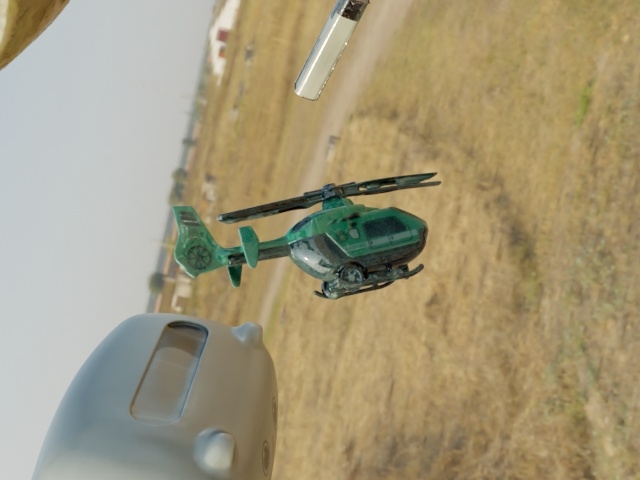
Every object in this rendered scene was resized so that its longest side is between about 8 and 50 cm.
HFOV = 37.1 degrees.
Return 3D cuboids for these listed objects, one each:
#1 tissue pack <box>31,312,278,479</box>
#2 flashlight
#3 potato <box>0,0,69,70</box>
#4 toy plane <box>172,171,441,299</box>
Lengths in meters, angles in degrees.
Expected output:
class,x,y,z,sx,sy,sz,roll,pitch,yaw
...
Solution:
class,x,y,z,sx,sy,sz,roll,pitch,yaw
tissue pack,-0.162,0.218,0.979,0.333,0.229,0.236,-81,7,-66
flashlight,0.007,-0.132,0.642,0.018,0.018,0.083,-94,27,-45
potato,-0.193,-0.104,0.347,0.098,0.243,0.138,78,-172,-49
toy plane,0.000,0.000,0.762,0.060,0.235,0.096,147,111,-68
